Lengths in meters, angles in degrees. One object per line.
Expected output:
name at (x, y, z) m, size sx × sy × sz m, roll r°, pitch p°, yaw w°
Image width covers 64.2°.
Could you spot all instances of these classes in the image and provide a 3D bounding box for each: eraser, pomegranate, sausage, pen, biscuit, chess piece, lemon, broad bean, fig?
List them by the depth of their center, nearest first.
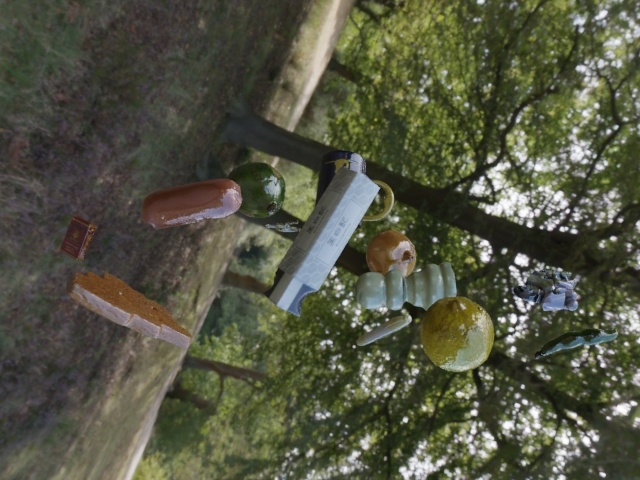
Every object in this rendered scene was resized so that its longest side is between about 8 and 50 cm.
sausage at (-0.243, -0.069, 0.956) m, size 0.077 × 0.194 × 0.077 m, roll -9°, pitch 90°, yaw -85°
biscuit at (-0.419, 0.137, 1.066) m, size 0.043 × 0.284 × 0.306 m, roll -56°, pitch 158°, yaw -5°
pen at (0.158, 0.238, 1.336) m, size 0.233 × 0.040 × 0.032 m, roll -41°, pitch -140°, yaw 49°
eraser at (0.000, 0.000, 1.350) m, size 0.403 × 0.096 × 0.098 m, roll -58°, pitch -144°, yaw -3°
lemon at (0.364, 0.252, 1.368) m, size 0.192 × 0.193 × 0.231 m, roll -73°, pitch 162°, yaw -50°
fig at (-0.200, -0.145, 1.643) m, size 0.195 × 0.196 × 0.244 m, roll -64°, pitch -144°, yaw 32°
broad bean at (0.844, 0.329, 1.691) m, size 0.043 × 0.298 × 0.060 m, roll 79°, pitch -3°, yaw -68°
chess piece at (0.284, 0.167, 1.755) m, size 0.182 × 0.331 × 0.182 m, roll -2°, pitch 90°, yaw -88°
pomegranate at (0.284, 0.063, 2.041) m, size 0.209 × 0.209 × 0.209 m, roll -157°, pitch -90°, yaw -85°

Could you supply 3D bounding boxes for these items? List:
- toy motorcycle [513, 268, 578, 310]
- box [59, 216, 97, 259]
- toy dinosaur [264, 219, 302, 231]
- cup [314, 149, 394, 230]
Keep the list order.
toy motorcycle at (0.636, 0.140, 1.395) m, size 0.225 × 0.152 × 0.073 m, roll -17°, pitch 126°, yaw -42°
box at (-0.520, -0.005, 1.094) m, size 0.081 × 0.052 × 0.023 m, roll -67°, pitch 164°, yaw 4°
toy dinosaur at (-0.139, -0.049, 1.939) m, size 0.162 × 0.127 × 0.039 m, roll 73°, pitch 15°, yaw -82°
cup at (0.109, -0.166, 1.802) m, size 0.178 × 0.255 × 0.256 m, roll 151°, pitch -52°, yaw -69°
